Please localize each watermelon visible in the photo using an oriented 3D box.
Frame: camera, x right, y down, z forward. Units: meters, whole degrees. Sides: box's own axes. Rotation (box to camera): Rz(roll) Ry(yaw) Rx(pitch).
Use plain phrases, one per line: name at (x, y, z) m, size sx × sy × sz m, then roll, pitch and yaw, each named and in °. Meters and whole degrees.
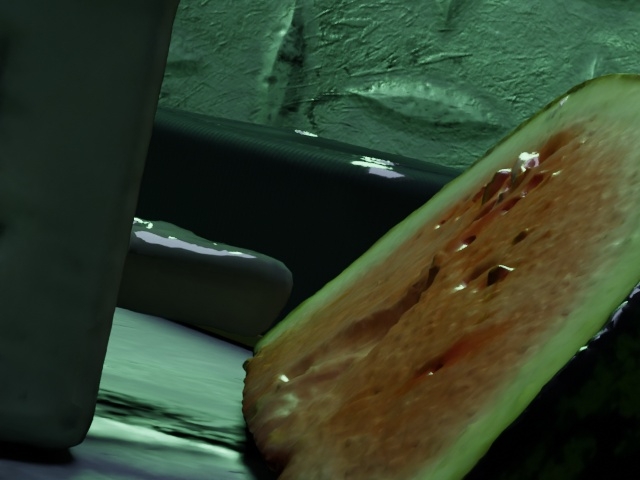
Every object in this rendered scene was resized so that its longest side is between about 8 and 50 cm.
watermelon at (0.078, 0.049, 0.554) m, size 0.128 × 0.159 × 0.303 m, roll 50°, pitch -1°, yaw -10°

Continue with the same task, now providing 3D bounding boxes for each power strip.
power strip at (-0.112, -0.026, 0.531) m, size 0.224 × 0.140 × 0.139 m, roll 10°, pitch 3°, yaw -18°

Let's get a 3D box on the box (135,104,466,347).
box at (0.000, 0.000, 0.850) m, size 0.144 × 0.090 × 0.201 m, roll 7°, pitch 7°, yaw -42°
